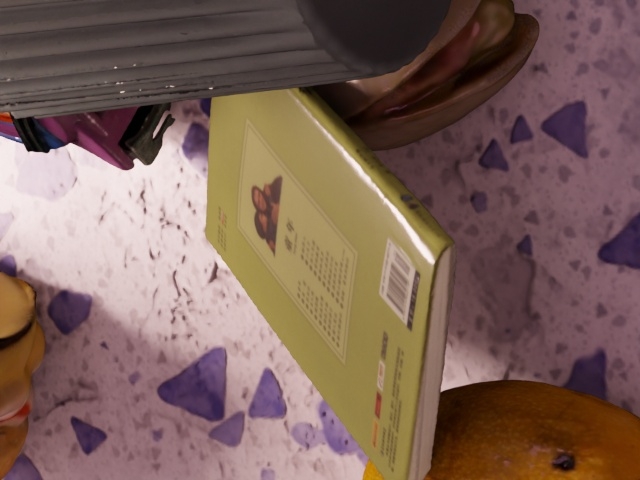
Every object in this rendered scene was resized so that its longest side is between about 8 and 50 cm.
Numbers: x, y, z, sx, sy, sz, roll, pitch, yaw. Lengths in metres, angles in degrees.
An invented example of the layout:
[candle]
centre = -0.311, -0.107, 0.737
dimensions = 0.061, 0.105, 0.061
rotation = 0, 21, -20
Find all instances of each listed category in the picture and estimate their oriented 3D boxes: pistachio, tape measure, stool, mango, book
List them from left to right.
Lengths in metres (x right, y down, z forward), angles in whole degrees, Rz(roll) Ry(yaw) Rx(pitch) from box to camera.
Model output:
[tape measure]
centre = -0.266, -0.173, 1.663
dimensions = 0.231, 0.245, 0.149
rotation = 21, 76, 29
[stool]
centre = -0.097, -0.239, 1.380
dimensions = 0.330, 0.297, 0.297
rotation = 1, 96, 34
[book]
centre = 0.000, 0.000, 1.488
dimensions = 0.352, 0.035, 0.239
rotation = 51, 147, 43
[pistachio]
centre = 0.065, -0.141, 1.481
dimensions = 0.215, 0.144, 0.144
rotation = -21, 83, 43
[mango]
centre = 0.139, 0.196, 1.475
dimensions = 0.294, 0.120, 0.177
rotation = -4, 91, 36

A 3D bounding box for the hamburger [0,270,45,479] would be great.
[hamburger]
centre = -0.391, 0.145, 1.773
dimensions = 0.276, 0.276, 0.237
rotation = 22, 118, 32
